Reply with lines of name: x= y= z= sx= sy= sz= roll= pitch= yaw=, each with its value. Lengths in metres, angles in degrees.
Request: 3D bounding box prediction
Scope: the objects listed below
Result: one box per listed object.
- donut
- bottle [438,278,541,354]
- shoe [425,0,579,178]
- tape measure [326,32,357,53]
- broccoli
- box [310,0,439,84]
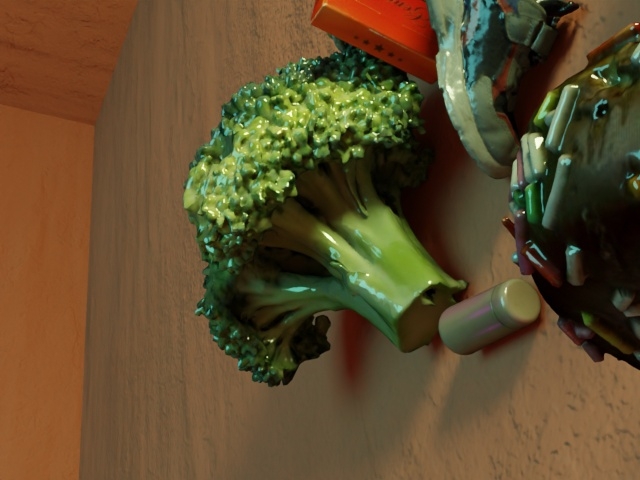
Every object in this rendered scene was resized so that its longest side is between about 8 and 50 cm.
donut: x=0.208 y=0.004 z=0.426 sx=0.270 sy=0.270 sz=0.103 roll=-28 pitch=41 yaw=63
bottle: x=0.142 y=0.063 z=0.847 sx=0.096 sy=0.045 sz=0.045 roll=-38 pitch=44 yaw=55
shoe: x=0.164 y=-0.171 z=0.876 sx=0.099 sy=0.126 sz=0.227 roll=-19 pitch=-84 yaw=-75
tape measure: x=0.066 y=-0.290 z=1.129 sx=0.175 sy=0.106 sz=0.200 roll=-44 pitch=38 yaw=50
broccoli: x=-0.020 y=-0.011 z=1.010 sx=0.375 sy=0.249 sz=0.302 roll=-63 pitch=23 yaw=22
box: x=0.077 y=-0.277 z=0.990 sx=0.035 sy=0.139 sz=0.245 roll=-43 pitch=29 yaw=54
